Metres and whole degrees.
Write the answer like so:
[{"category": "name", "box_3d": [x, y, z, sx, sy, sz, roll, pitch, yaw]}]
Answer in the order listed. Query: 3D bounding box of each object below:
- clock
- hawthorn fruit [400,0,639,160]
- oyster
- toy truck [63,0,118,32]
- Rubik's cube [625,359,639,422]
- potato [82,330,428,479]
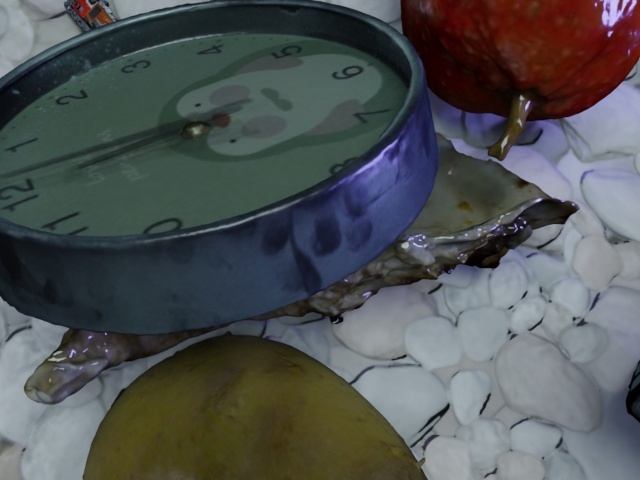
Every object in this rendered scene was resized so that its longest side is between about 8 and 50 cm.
[{"category": "clock", "box_3d": [-0.083, -0.070, 0.537, 0.319, 0.066, 0.319, -6, 39, 5]}, {"category": "hawthorn fruit", "box_3d": [0.153, -0.177, 0.614, 0.205, 0.205, 0.253, 3, 76, -4]}, {"category": "oyster", "box_3d": [-0.021, -0.011, 0.593, 0.396, 0.111, 0.204, -14, 40, -15]}, {"category": "toy truck", "box_3d": [-0.180, -0.177, 0.673, 0.032, 0.024, 0.083, -42, 81, 13]}, {"category": "Rubik's cube", "box_3d": [0.314, 0.092, 0.517, 0.160, 0.162, 0.163, 44, 106, 17]}, {"category": "potato", "box_3d": [-0.036, 0.196, 0.518, 0.239, 0.116, 0.299, -31, 75, -9]}]
